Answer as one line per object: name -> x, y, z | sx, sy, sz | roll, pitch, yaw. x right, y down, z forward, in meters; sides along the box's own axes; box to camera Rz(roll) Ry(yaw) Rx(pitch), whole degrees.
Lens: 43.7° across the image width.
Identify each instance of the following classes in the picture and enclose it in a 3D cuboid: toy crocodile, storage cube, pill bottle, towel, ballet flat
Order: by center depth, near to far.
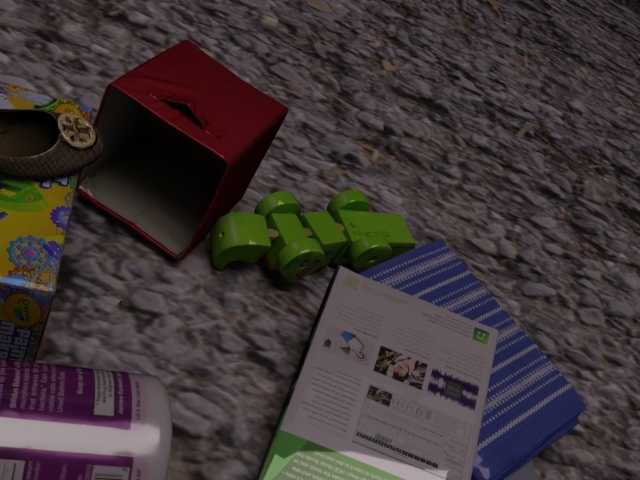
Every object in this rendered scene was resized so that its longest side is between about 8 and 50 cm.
pill bottle -> -0.307, 0.197, 0.756 | 0.301, 0.169, 0.169 | 11, 47, -22
ballet flat -> -0.348, -0.113, 0.835 | 0.250, 0.058, 0.084 | -1, 53, -32
storage cube -> -0.186, -0.128, 1.092 | 0.184, 0.215, 0.193 | 34, 37, 2
towel -> 0.192, 0.158, 1.110 | 0.243, 0.040, 0.336 | -21, 63, -38
toy crocodile -> 0.000, 0.000, 1.172 | 0.340, 0.105, 0.115 | -3, 53, -38

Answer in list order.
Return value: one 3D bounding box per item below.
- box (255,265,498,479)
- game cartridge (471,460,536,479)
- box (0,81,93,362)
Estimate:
box -> 0.077, 0.203, 0.965 | 0.232, 0.058, 0.322 | 22, 50, 0
game cartridge -> 0.138, 0.248, 1.053 | 0.297, 0.062, 0.198 | 14, 50, -19
box -> -0.426, -0.035, 0.889 | 0.279, 0.177, 0.290 | 14, 46, -19
